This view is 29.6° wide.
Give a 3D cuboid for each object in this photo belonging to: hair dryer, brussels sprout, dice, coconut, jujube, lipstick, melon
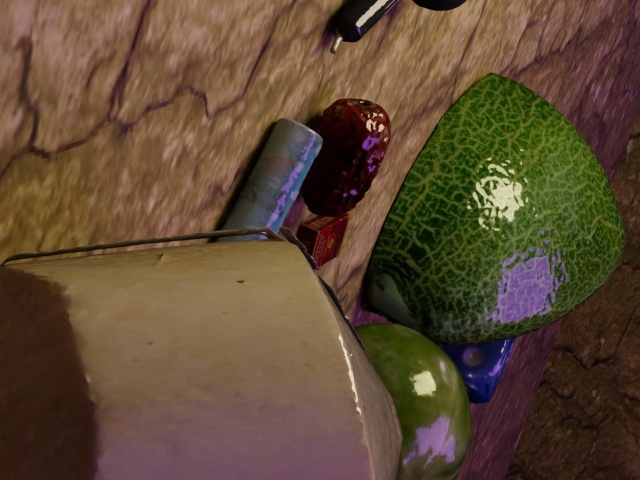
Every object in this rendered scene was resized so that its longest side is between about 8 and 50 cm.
[{"bbox_3d":[0.075,-0.240,1.151,0.219,0.071,0.124,-48,155,-28],"label":"hair dryer"},{"bbox_3d":[0.067,0.216,1.412,0.244,0.244,0.244,-53,157,-34],"label":"brussels sprout"},{"bbox_3d":[0.221,0.157,1.864,0.146,0.146,0.143,-61,162,-18],"label":"dice"},{"bbox_3d":[-0.087,0.139,0.737,0.323,0.323,0.323,-53,157,-34],"label":"coconut"},{"bbox_3d":[0.020,-0.079,1.176,0.077,0.077,0.129,-40,159,-52],"label":"jujube"},{"bbox_3d":[-0.051,-0.030,1.072,0.158,0.048,0.048,-64,161,-9],"label":"lipstick"},{"bbox_3d":[0.215,-0.008,1.591,0.331,0.226,0.343,57,47,-19],"label":"melon"}]

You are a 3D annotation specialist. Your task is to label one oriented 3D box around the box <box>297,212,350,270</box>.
[{"bbox_3d":[0.000,0.000,1.281,0.082,0.023,0.051,-29,140,-60],"label":"box"}]
